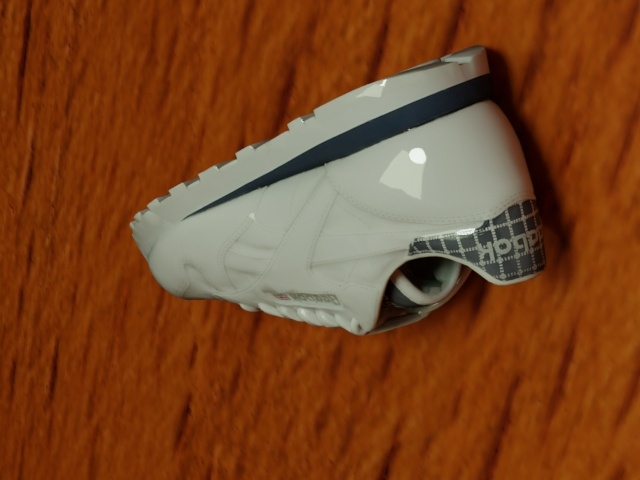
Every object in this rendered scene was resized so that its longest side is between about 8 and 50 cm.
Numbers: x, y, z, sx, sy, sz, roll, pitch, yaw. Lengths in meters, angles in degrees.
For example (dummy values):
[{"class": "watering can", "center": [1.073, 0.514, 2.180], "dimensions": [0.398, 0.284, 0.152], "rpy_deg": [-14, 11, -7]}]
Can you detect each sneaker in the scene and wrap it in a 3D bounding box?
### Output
[{"class": "sneaker", "center": [0.000, 0.000, 0.810], "dimensions": [0.235, 0.090, 0.095], "rpy_deg": [-25, 92, 56]}]
